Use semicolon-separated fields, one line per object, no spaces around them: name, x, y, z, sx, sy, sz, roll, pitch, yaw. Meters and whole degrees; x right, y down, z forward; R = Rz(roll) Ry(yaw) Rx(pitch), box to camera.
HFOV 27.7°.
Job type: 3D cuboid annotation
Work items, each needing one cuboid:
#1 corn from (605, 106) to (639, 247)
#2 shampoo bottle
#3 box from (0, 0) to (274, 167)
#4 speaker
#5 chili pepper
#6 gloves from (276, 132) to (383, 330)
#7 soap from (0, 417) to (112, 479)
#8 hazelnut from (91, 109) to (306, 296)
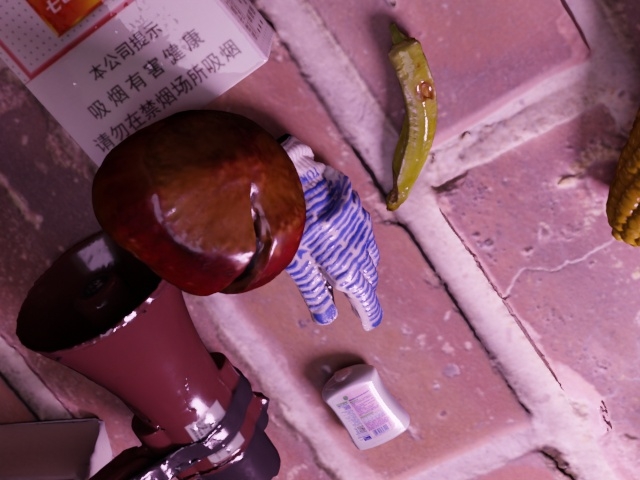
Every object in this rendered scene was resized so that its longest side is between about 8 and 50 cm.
corn;0.365;-0.136;1.216;0.120;0.120;0.363;16;132;-5
shampoo bottle;0.048;0.185;1.475;0.072;0.043;0.099;-28;112;16
box;-0.228;-0.251;1.232;0.210;0.095;0.330;-33;110;18
speaker;-0.185;0.183;1.382;0.198;0.259;0.329;-3;126;38
chili pepper;0.093;-0.117;1.313;0.049;0.043;0.208;-6;119;-8
gloves;0.001;-0.002;1.343;0.119;0.097;0.229;-40;111;-18
soap;-0.343;0.265;1.497;0.183;0.121;0.063;-4;118;6
hazelnut;-0.118;-0.036;1.226;0.204;0.178;0.178;2;125;-38
